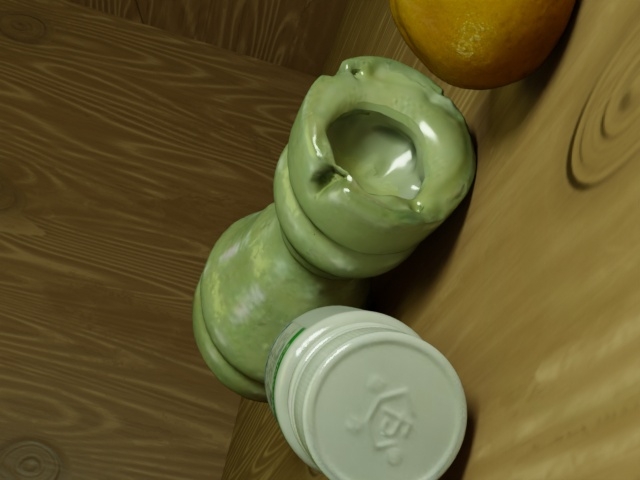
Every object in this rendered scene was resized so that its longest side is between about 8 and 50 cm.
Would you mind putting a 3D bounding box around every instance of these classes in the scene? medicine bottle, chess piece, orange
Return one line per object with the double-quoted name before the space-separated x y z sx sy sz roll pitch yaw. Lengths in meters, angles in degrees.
"medicine bottle" 0.029 0.124 0.707 0.237 0.139 0.139 173 113 -81
"chess piece" 0.000 0.000 0.967 0.442 0.234 0.234 121 164 -57
"orange" 0.123 -0.196 0.682 0.159 0.136 0.159 -166 90 -81
